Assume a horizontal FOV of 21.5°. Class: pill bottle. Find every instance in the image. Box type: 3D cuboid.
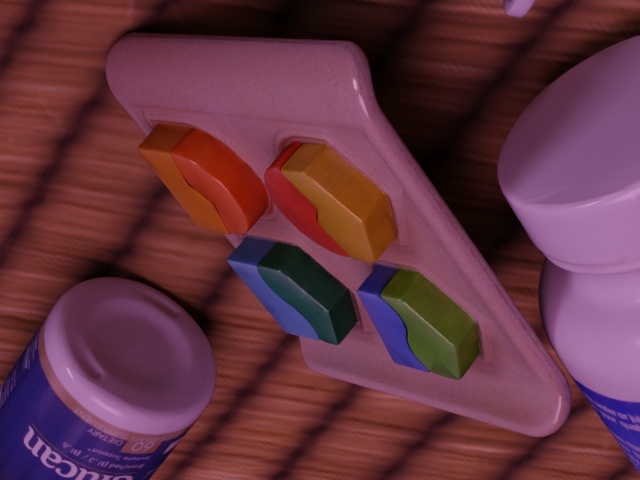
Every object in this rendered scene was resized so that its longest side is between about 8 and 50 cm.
[{"bbox_3d":[0.192,0.043,0.754,0.152,0.152,0.272,-22,123,26],"label":"pill bottle"},{"bbox_3d":[-0.133,0.105,0.900,0.094,0.094,0.169,28,128,-13],"label":"pill bottle"}]

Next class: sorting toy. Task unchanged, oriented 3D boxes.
[{"bbox_3d":[0.000,0.000,0.763,0.193,0.038,0.208,11,141,51],"label":"sorting toy"}]

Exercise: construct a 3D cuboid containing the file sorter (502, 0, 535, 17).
[{"bbox_3d":[0.216,-0.139,0.577,0.278,0.192,0.173,18,133,-5],"label":"file sorter"}]
